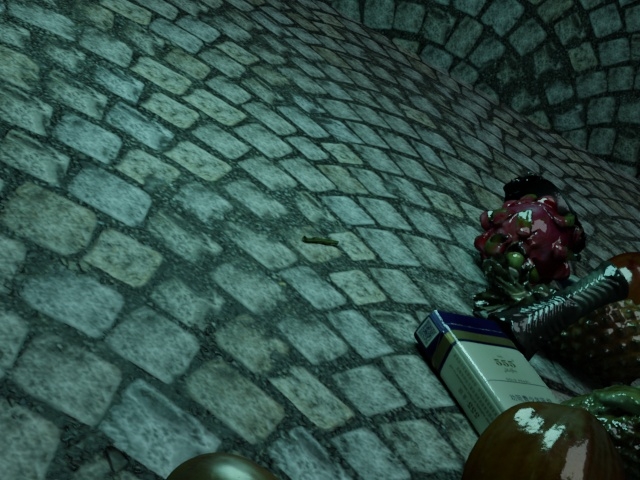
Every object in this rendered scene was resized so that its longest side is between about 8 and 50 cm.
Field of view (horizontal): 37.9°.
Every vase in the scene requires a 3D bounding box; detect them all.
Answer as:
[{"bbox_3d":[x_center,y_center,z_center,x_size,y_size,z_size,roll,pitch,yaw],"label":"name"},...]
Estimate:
[{"bbox_3d":[0.422,0.123,1.635,0.238,0.115,0.115,-27,50,-12],"label":"vase"}]

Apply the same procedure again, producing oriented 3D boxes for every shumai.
[{"bbox_3d":[0.519,0.281,1.494,0.256,0.218,0.189,14,39,-35],"label":"shumai"}]

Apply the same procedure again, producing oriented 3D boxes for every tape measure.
[{"bbox_3d":[0.519,-0.046,2.150,0.202,0.135,0.223,59,-1,-42],"label":"tape measure"}]

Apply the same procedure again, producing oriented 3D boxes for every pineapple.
[{"bbox_3d":[0.459,0.139,1.751,0.361,0.175,0.175,29,24,-1],"label":"pineapple"}]

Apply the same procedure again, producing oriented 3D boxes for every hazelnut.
[{"bbox_3d":[0.289,0.310,1.172,0.210,0.210,0.186,33,21,1],"label":"hazelnut"}]

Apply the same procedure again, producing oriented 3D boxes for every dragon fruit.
[{"bbox_3d":[0.415,0.014,1.929,0.273,0.198,0.218,-28,73,-36],"label":"dragon fruit"}]

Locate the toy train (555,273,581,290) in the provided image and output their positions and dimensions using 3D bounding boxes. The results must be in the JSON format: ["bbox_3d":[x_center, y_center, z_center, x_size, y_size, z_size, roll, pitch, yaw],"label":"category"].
[{"bbox_3d":[0.619,0.149,2.062,0.252,0.055,0.048,33,33,1],"label":"toy train"}]

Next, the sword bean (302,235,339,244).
[{"bbox_3d":[0.000,0.000,1.634,0.083,0.012,0.012,6,35,-43],"label":"sword bean"}]

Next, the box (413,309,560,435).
[{"bbox_3d":[0.274,0.224,1.467,0.168,0.071,0.259,13,30,-38],"label":"box"}]

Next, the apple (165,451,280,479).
[{"bbox_3d":[-0.088,0.279,0.776,0.174,0.188,0.188,43,25,10],"label":"apple"}]

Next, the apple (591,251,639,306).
[{"bbox_3d":[0.644,0.140,1.924,0.230,0.230,0.230,27,24,-13],"label":"apple"}]
